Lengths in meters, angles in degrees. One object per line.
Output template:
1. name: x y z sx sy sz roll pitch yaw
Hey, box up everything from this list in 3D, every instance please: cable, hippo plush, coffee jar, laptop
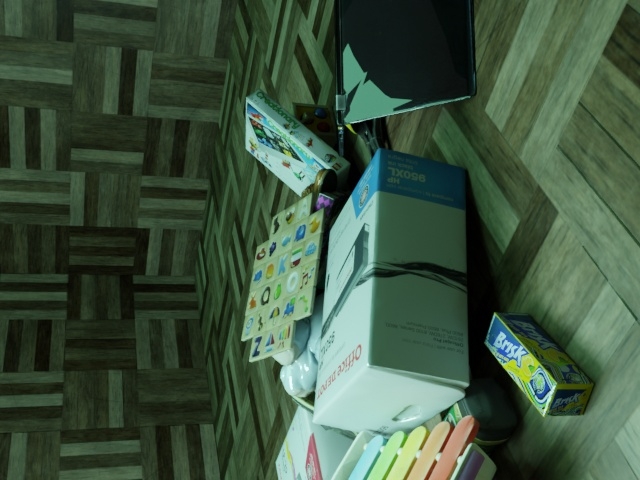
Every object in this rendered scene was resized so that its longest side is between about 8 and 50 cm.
1. cable: 0.123 -0.229 1.602 0.139 0.072 0.287 -50 51 37
2. hippo plush: 0.064 0.211 1.549 0.236 0.234 0.294 -2 43 55
3. coffee jar: 0.228 0.293 1.136 0.184 0.079 0.096 108 155 -43
4. laptop: 0.143 -0.396 1.454 0.408 0.236 0.382 78 -168 -82

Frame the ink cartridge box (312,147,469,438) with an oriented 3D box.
1. ink cartridge box: 0.115 0.094 1.247 0.285 0.166 0.395 120 160 -55

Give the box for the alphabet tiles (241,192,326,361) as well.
1. alphabet tiles: -0.080 0.077 1.565 0.285 0.011 0.343 -29 47 52

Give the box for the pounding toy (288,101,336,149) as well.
1. pounding toy: -0.032 -0.289 1.898 0.100 0.141 0.130 115 151 -49

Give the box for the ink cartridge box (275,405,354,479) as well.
1. ink cartridge box: 0.000 0.534 1.741 0.226 0.131 0.306 -106 26 -43

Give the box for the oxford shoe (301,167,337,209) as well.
1. oxford shoe: -0.011 -0.103 1.703 0.076 0.076 0.212 -48 -14 -27

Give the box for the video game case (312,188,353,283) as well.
1. video game case: 0.000 0.000 1.675 0.232 0.041 0.210 -67 -12 13

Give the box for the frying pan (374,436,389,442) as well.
1. frying pan: 0.127 0.402 1.484 0.197 0.053 0.326 -176 90 -71

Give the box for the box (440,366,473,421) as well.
1. box: 0.220 0.228 1.251 0.094 0.027 0.137 118 148 -56

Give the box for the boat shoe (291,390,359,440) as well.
1. boat shoe: 0.024 0.380 1.625 0.223 0.080 0.073 18 116 30

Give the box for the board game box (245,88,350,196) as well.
1. board game box: -0.063 -0.205 1.804 0.305 0.053 0.193 42 153 18

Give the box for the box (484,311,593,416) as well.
1. box: 0.287 0.162 0.998 0.169 0.059 0.054 -122 40 -59

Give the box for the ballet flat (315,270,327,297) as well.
1. ballet flat: 0.016 0.124 1.829 0.073 0.080 0.232 10 -96 -78

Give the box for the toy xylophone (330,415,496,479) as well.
1. toy xylophone: 0.120 0.376 1.077 0.322 0.081 0.236 -28 25 54
